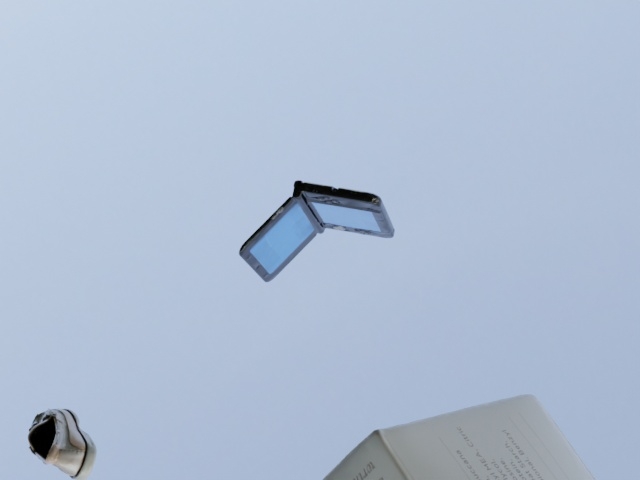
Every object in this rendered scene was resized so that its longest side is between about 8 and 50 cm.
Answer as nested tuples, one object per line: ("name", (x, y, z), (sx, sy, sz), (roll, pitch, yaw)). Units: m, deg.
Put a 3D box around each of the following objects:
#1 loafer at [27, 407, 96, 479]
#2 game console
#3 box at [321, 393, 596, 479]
("loafer", (-0.219, 0.161, 1.082), (0.125, 0.039, 0.045), (17, -94, 61))
("game console", (0.000, 0.000, 1.120), (0.107, 0.122, 0.071), (10, -101, 11))
("box", (0.058, 0.196, 0.589), (0.181, 0.119, 0.182), (-49, -118, 32))
